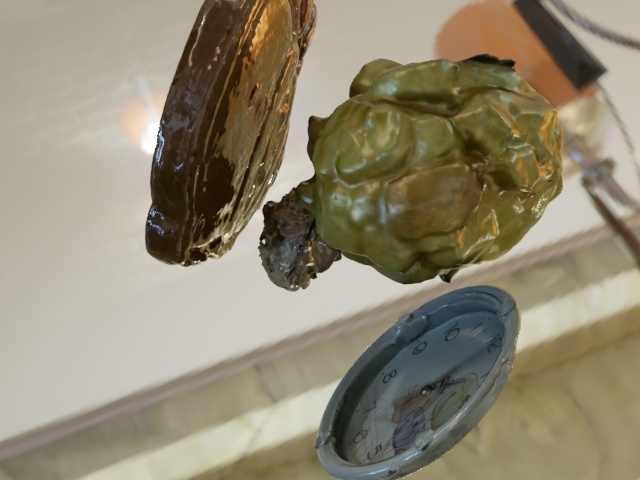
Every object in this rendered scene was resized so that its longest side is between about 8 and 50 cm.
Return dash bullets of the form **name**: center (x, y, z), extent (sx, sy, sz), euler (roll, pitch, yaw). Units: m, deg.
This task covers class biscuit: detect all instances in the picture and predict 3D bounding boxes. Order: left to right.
- **biscuit**: center (-0.080, -0.131, 1.485), extent (0.381, 0.074, 0.359), euler (59, -130, -75)

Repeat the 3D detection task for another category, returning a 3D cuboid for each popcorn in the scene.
- **popcorn**: center (0.102, -0.066, 1.367), extent (0.252, 0.215, 0.286), euler (0, -2, 30)

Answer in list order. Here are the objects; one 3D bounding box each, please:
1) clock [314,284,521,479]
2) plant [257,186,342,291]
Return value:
- **clock**: center (0.099, 0.140, 1.364), extent (0.236, 0.236, 0.053), euler (-38, -69, 9)
- **plant**: center (0.000, 0.000, 1.493), extent (0.122, 0.104, 0.116), euler (12, -29, -32)
